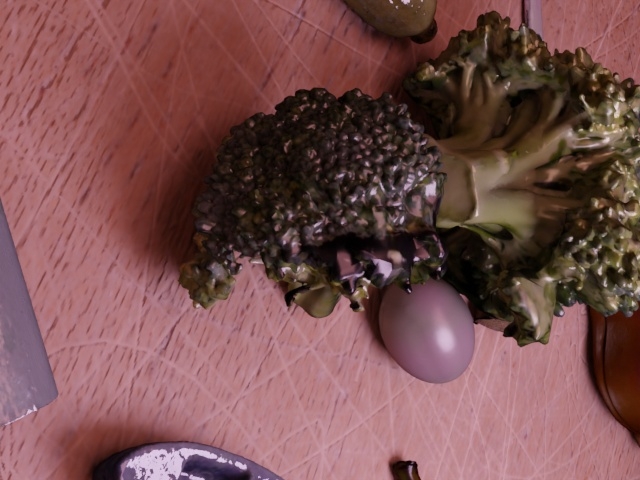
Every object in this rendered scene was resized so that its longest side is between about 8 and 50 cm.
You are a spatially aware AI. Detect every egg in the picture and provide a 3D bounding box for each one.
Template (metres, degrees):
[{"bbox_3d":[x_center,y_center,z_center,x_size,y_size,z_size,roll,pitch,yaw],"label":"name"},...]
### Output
[{"bbox_3d":[0.121,0.100,1.113,0.103,0.103,0.135,-42,116,-36],"label":"egg"}]

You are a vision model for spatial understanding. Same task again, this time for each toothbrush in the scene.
[{"bbox_3d":[0.298,-0.465,1.367,0.042,0.040,0.417,1,86,-44],"label":"toothbrush"}]

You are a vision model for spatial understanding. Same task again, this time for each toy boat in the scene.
[{"bbox_3d":[-0.095,0.266,0.919,0.283,0.078,0.127,39,62,-33],"label":"toy boat"}]

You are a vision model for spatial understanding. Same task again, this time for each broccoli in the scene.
[{"bbox_3d":[0.000,0.000,0.940,0.263,0.247,0.243,-49,161,-25],"label":"broccoli"},{"bbox_3d":[0.228,-0.062,1.096,0.317,0.277,0.338,-50,126,-46],"label":"broccoli"}]

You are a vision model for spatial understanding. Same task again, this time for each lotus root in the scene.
[{"bbox_3d":[0.077,-0.286,1.117,0.183,0.090,0.077,39,34,-36],"label":"lotus root"}]

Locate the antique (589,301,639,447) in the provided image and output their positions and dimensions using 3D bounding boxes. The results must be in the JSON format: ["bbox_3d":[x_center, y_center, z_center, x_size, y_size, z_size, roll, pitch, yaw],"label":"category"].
[{"bbox_3d":[0.493,0.182,1.430,0.224,0.129,0.278,-25,101,-40],"label":"antique"}]

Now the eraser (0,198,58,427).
[{"bbox_3d":[-0.309,0.044,0.740,0.174,0.081,0.226,-21,102,-41],"label":"eraser"}]

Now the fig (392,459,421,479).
[{"bbox_3d":[0.137,0.395,1.059,0.191,0.191,0.290,-9,94,-43],"label":"fig"}]

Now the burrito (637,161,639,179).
[{"bbox_3d":[0.409,-0.067,1.406,0.229,0.089,0.143,-11,108,-42],"label":"burrito"}]

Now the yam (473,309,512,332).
[{"bbox_3d":[0.244,0.054,1.247,0.084,0.084,0.127,24,73,-39],"label":"yam"}]
